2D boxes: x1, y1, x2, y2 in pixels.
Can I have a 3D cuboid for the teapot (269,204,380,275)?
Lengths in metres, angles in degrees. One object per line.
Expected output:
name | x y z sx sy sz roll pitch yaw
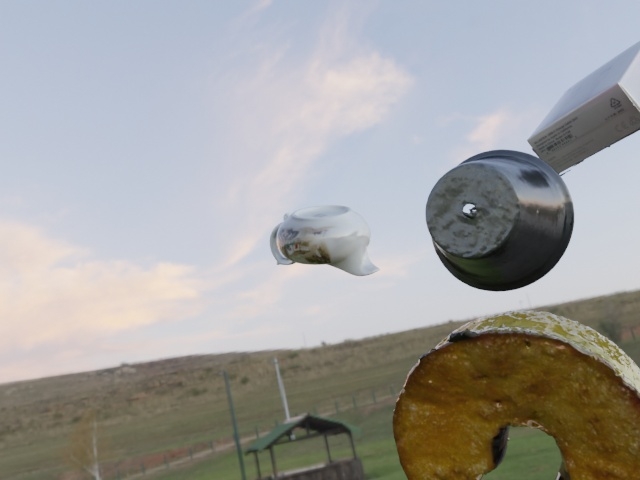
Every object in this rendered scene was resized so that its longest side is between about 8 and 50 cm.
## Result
teapot | 0.000 0.000 1.417 0.298 0.139 0.204 9 23 44

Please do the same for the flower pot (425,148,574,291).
flower pot | 0.253 -0.038 0.997 0.235 0.235 0.148 -22 -16 29

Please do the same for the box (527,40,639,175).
box | 0.541 -0.255 1.235 0.252 0.106 0.203 -43 4 -40

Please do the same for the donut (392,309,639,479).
donut | 0.344 0.281 0.992 0.435 0.377 0.163 19 30 23
